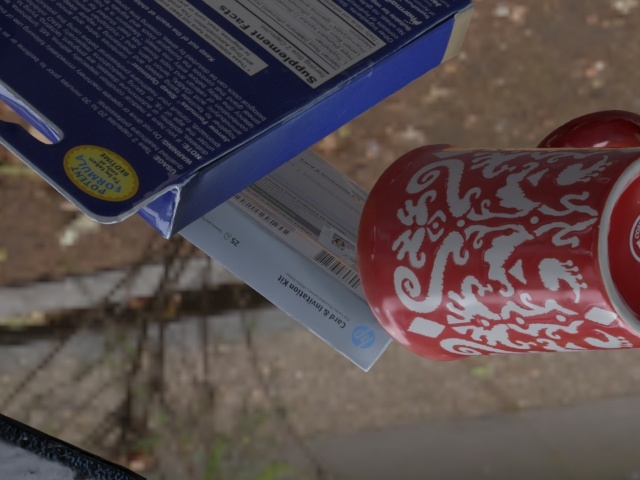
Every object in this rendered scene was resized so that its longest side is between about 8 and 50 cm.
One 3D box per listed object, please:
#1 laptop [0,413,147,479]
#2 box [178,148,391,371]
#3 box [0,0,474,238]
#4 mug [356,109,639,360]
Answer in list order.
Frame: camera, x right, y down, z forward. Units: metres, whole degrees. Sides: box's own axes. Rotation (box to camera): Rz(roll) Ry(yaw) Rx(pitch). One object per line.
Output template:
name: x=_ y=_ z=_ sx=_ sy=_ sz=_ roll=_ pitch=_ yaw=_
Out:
laptop: x=-0.264 y=0.115 z=0.950 sx=0.234 sy=0.137 sz=0.264 roll=29 pitch=119 yaw=-33
box: x=0.000 y=0.000 z=1.132 sx=0.038 sy=0.145 sz=0.186 roll=-55 pitch=176 yaw=19
box: x=-0.057 y=-0.083 z=0.773 sx=0.225 sy=0.136 sz=0.036 roll=-34 pitch=154 yaw=-39
mug: x=0.116 y=-0.013 z=0.910 sx=0.113 sy=0.150 sz=0.169 roll=25 pitch=166 yaw=-31
